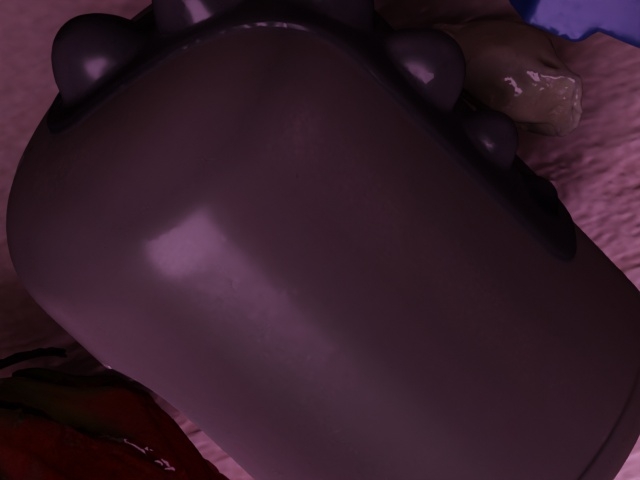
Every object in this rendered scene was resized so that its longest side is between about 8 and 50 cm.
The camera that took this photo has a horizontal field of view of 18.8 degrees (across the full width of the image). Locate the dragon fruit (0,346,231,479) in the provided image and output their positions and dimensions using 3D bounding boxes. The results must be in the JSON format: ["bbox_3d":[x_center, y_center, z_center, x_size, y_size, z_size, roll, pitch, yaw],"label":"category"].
[{"bbox_3d":[-0.152,0.168,1.092,0.234,0.233,0.293,-3,138,14],"label":"dragon fruit"}]

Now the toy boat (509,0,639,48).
[{"bbox_3d":[0.182,-0.208,0.765,0.129,0.088,0.295,21,123,-7],"label":"toy boat"}]

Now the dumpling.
[{"bbox_3d":[0.087,-0.074,0.925,0.076,0.052,0.057,2,121,7],"label":"dumpling"}]

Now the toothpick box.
[{"bbox_3d":[0.000,0.000,0.910,0.229,0.229,0.316,-28,119,33],"label":"toothpick box"}]
